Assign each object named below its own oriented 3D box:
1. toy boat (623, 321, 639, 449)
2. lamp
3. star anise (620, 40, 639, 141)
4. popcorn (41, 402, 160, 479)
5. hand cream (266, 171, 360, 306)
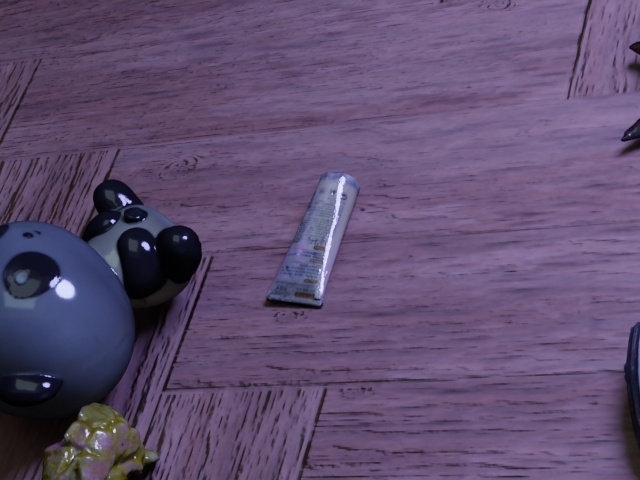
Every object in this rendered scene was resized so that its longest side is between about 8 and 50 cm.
[{"bbox_3d":[0.275,0.115,1.402,0.066,0.059,0.140,-25,41,32],"label":"toy boat"},{"bbox_3d":[-0.234,0.055,1.664,0.244,0.197,0.198,-36,41,-22],"label":"lamp"},{"bbox_3d":[0.386,-0.166,1.603,0.272,0.102,0.272,-39,32,31],"label":"star anise"},{"bbox_3d":[-0.195,0.193,1.563,0.089,0.109,0.097,31,103,13],"label":"popcorn"},{"bbox_3d":[0.000,0.000,1.696,0.061,0.039,0.143,9,62,27],"label":"hand cream"}]
